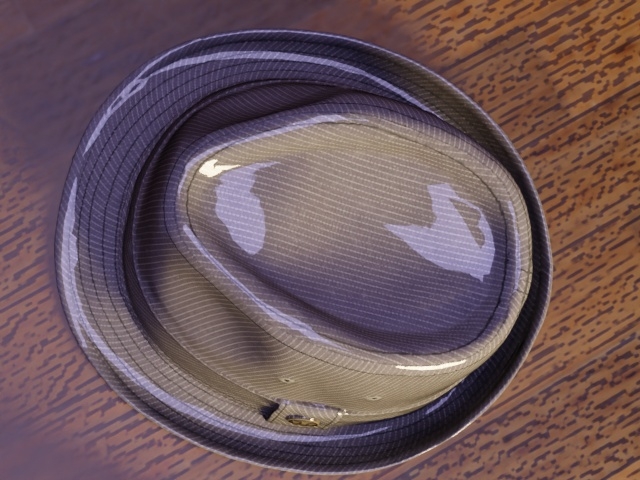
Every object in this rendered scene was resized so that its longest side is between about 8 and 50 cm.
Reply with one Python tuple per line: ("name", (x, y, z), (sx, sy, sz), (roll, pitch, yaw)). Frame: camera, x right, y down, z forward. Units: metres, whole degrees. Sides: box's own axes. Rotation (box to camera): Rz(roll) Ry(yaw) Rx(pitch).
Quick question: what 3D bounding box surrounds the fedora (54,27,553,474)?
("fedora", (0.000, 0.000, 0.869), (0.275, 0.124, 0.244), (21, 81, -7))
